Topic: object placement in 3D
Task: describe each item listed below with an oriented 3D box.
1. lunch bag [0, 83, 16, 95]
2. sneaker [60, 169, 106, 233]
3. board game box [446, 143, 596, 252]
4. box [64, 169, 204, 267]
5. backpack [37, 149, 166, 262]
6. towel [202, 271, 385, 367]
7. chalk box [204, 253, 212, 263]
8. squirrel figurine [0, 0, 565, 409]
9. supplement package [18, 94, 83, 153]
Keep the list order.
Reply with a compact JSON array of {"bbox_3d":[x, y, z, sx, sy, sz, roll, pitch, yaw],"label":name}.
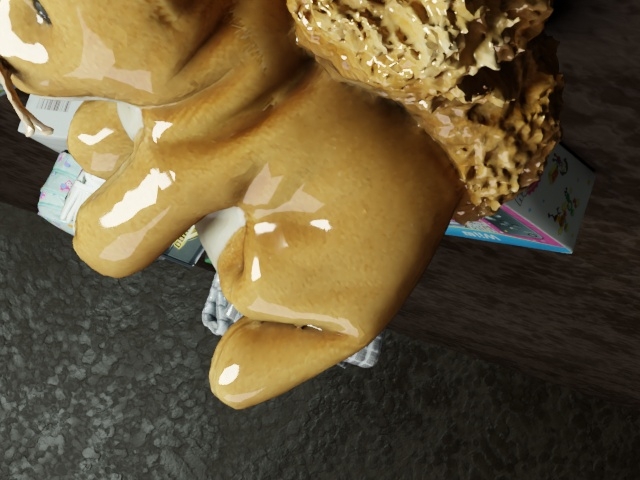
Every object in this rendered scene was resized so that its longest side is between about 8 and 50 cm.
[{"bbox_3d":[-0.465,-0.222,1.504,0.151,0.096,0.129,-10,179,-17],"label":"lunch bag"},{"bbox_3d":[-0.186,-0.069,1.092,0.108,0.169,0.292,23,-179,-2],"label":"sneaker"},{"bbox_3d":[0.111,-0.090,1.175,0.224,0.097,0.303,10,168,43],"label":"board game box"},{"bbox_3d":[-0.172,-0.091,1.346,0.175,0.220,0.051,25,-160,-33],"label":"box"},{"bbox_3d":[-0.265,-0.042,1.454,0.182,0.115,0.152,29,163,-29],"label":"backpack"},{"bbox_3d":[0.000,0.000,1.324,0.121,0.283,0.235,9,168,38],"label":"towel"},{"bbox_3d":[-0.042,-0.030,1.545,0.289,0.180,0.179,20,171,-16],"label":"chalk box"},{"bbox_3d":[-0.031,-0.134,0.803,0.397,0.281,0.370,-24,124,20],"label":"squirrel figurine"},{"bbox_3d":[-0.291,-0.155,1.516,0.105,0.105,0.179,10,167,32],"label":"supplement package"}]
